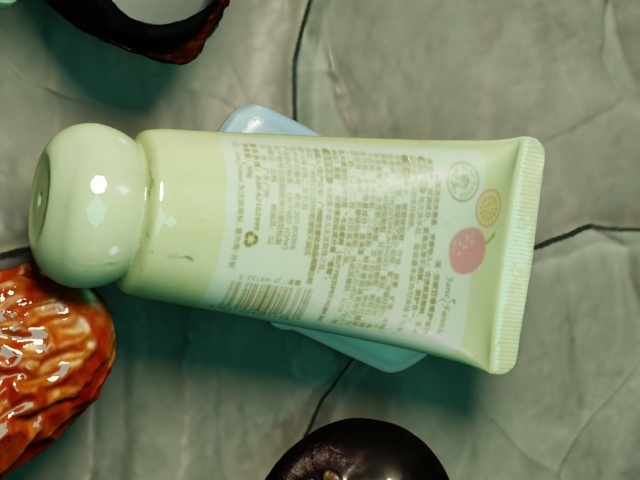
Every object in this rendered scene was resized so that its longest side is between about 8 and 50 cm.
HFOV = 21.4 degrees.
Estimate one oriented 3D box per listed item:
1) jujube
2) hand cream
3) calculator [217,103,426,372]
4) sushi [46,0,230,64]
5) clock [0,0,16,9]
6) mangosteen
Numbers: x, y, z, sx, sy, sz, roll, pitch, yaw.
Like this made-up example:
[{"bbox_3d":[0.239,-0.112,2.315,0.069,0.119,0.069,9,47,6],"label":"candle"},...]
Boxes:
[{"bbox_3d":[-0.201,0.082,0.979,0.176,0.109,0.112,-35,144,-17],"label":"jujube"},{"bbox_3d":[-0.012,-0.006,0.986,0.306,0.093,0.147,7,91,-19],"label":"hand cream"},{"bbox_3d":[0.000,0.000,1.059,0.210,0.039,0.121,27,89,-19],"label":"calculator"},{"bbox_3d":[-0.088,-0.214,0.955,0.136,0.126,0.225,13,89,-17],"label":"sushi"},{"bbox_3d":[-0.187,-0.170,0.941,0.041,0.101,0.135,7,114,-29],"label":"clock"},{"bbox_3d":[0.027,0.185,1.063,0.137,0.137,0.151,-44,143,-6],"label":"mangosteen"}]
